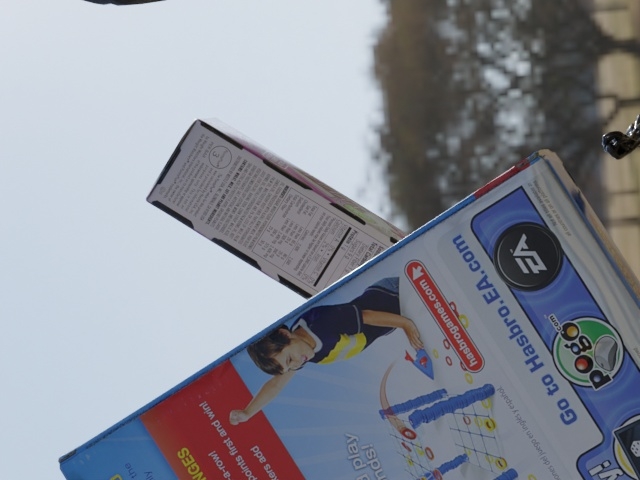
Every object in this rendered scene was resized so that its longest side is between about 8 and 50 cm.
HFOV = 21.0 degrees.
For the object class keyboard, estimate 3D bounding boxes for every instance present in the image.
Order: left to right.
[{"bbox_3d":[0.334,-0.109,1.469,0.317,0.202,0.033,-20,-87,-68],"label":"keyboard"}]

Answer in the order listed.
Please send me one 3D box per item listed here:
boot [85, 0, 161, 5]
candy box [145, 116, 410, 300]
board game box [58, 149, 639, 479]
[{"bbox_3d":[-0.003,-0.313,0.950,0.138,0.377,0.284,46,149,41],"label":"boot"},{"bbox_3d":[0.000,0.000,1.222,0.071,0.233,0.159,-58,2,4],"label":"candy box"},{"bbox_3d":[0.073,0.160,0.902,0.308,0.302,0.086,58,-167,2],"label":"board game box"}]
